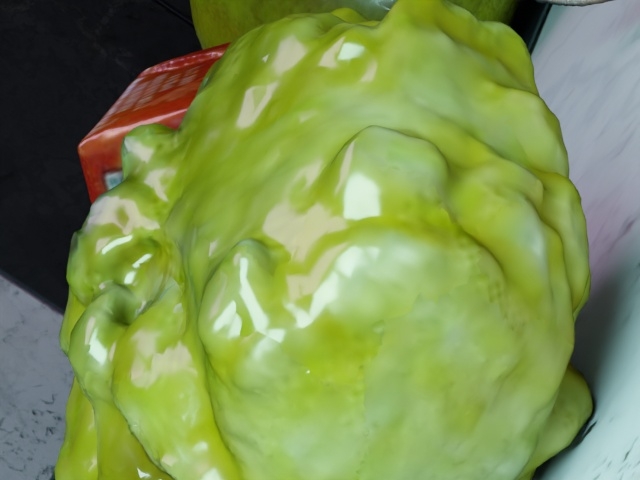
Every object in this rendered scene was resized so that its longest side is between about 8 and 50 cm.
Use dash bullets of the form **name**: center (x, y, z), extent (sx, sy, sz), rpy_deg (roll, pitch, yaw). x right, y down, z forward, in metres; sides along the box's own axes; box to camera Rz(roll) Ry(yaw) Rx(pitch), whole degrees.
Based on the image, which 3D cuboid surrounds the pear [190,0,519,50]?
- **pear**: center (0.030, -0.196, 1.232), extent (0.321, 0.269, 0.269), rpy_deg (-38, 18, 47)

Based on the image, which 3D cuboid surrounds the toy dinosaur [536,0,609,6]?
- **toy dinosaur**: center (0.190, -0.169, 0.773), extent (0.279, 0.055, 0.101), rpy_deg (-44, 24, 58)

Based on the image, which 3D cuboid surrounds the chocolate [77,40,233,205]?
- **chocolate**: center (-0.071, 0.001, 1.068), extent (0.235, 0.108, 0.238), rpy_deg (-83, -17, -72)

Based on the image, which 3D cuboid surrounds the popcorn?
- **popcorn**: center (0.009, 0.045, 0.595), extent (0.233, 0.192, 0.266), rpy_deg (-24, 54, 50)
